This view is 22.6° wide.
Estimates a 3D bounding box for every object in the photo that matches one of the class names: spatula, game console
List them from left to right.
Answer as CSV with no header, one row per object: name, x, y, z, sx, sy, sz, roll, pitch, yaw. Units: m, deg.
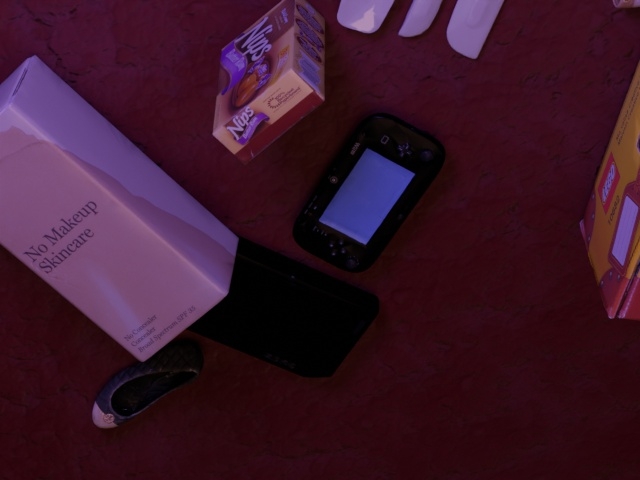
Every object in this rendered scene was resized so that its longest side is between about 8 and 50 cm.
game console,0.000,0.000,1.828,0.213,0.044,0.361,23,121,-19
spatula,0.128,-0.304,1.631,0.168,0.019,0.242,15,124,-13

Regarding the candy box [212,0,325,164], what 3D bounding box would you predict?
candy box,-0.050,-0.168,1.614,0.109,0.186,0.053,-37,117,22

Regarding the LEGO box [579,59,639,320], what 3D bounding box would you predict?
LEGO box,0.531,-0.139,1.667,0.373,0.193,0.500,8,125,-10

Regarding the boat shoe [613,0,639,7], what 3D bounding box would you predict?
boat shoe,0.308,-0.304,1.614,0.059,0.063,0.170,-17,126,2

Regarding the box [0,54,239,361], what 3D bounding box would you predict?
box,-0.249,-0.032,1.719,0.311,0.121,0.148,41,115,-20

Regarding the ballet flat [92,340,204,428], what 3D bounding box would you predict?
ballet flat,-0.213,0.179,1.940,0.173,0.049,0.057,-36,119,21
